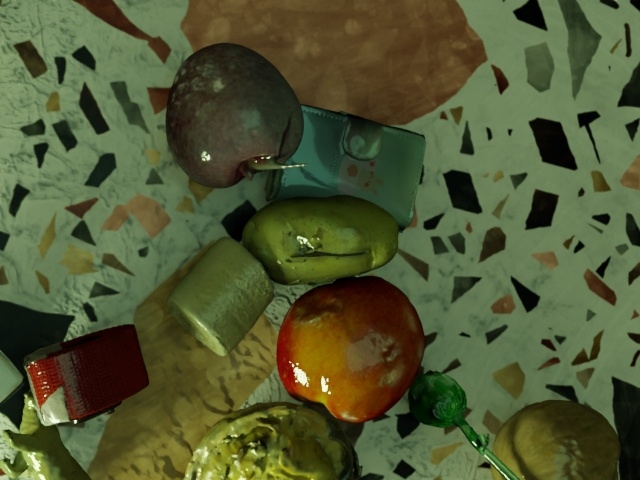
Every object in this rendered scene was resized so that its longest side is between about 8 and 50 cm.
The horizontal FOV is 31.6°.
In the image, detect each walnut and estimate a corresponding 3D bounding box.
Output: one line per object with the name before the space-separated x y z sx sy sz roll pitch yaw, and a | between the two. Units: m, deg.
walnut | 0.403 0.379 1.919 0.228 0.228 0.227 1 87 -20

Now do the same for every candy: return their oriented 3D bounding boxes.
candy | 0.269 0.340 1.855 0.097 0.097 0.323 -36 62 -18

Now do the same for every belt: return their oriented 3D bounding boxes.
belt | -0.343 0.205 1.674 0.201 0.128 0.124 -20 96 -57

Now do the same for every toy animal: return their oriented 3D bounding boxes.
toy animal | -0.411 0.327 1.694 0.101 0.103 0.218 -36 98 -37

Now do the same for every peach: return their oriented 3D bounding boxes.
peach | 0.046 0.165 1.798 0.244 0.199 0.243 1 88 -16

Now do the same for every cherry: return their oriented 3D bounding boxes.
cherry | -0.137 -0.187 1.754 0.213 0.183 0.266 -22 68 -2

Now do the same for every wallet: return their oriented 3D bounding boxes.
wallet | 0.045 -0.123 1.877 0.251 0.075 0.176 13 87 -20

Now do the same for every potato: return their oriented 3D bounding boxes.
potato | 0.000 0.000 1.775 0.248 0.169 0.143 -3 99 4

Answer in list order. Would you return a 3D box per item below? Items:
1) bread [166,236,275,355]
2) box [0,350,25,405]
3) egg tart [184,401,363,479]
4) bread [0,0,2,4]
bread | -0.152 0.087 1.757 0.134 0.148 0.141 42 76 -5
box | -0.565 0.254 1.573 0.299 0.200 0.106 -43 101 -16
egg tart | -0.067 0.389 1.769 0.291 0.107 0.290 -3 105 -10
bread | -0.564 -0.439 1.637 0.240 0.135 0.178 20 81 -16
